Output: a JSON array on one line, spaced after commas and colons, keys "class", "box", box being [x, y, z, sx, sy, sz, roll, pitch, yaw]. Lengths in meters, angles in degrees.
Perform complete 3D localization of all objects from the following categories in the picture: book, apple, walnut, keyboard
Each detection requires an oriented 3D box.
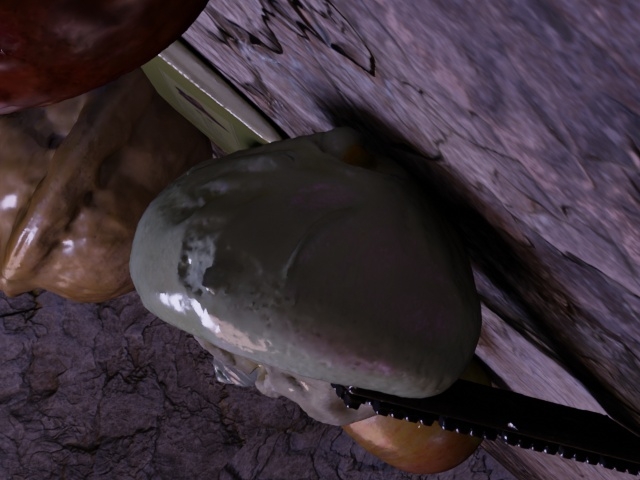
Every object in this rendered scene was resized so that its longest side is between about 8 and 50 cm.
[{"class": "book", "box": [-0.122, -0.152, 1.474, 0.239, 0.035, 0.352, 41, 175, 7]}, {"class": "apple", "box": [0.115, 0.206, 1.694, 0.261, 0.194, 0.261, 41, 176, 3]}, {"class": "walnut", "box": [-0.341, -0.090, 1.860, 0.383, 0.383, 0.383, 43, 176, 4]}, {"class": "keyboard", "box": [0.145, 0.146, 1.044, 0.317, 0.027, 0.106, 17, -171, -24]}]

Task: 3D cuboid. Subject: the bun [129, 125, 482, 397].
[{"class": "bun", "box": [0.000, 0.000, 0.947, 0.283, 0.179, 0.283, 18, -175, -2]}]

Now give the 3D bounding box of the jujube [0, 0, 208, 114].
[{"class": "jujube", "box": [-0.148, -0.184, 0.401, 0.223, 0.223, 0.318, 40, 167, 40]}]

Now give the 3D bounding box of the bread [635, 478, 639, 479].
[{"class": "bread", "box": [0.302, 0.268, 0.976, 0.148, 0.134, 0.141, 33, 175, -17]}]

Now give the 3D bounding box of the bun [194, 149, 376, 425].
[{"class": "bun", "box": [-0.024, 0.071, 1.414, 0.365, 0.219, 0.365, 38, 176, 3]}]

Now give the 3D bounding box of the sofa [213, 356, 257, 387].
[{"class": "sofa", "box": [-0.087, 0.069, 1.755, 0.176, 0.210, 0.225, 40, 150, 6]}]
